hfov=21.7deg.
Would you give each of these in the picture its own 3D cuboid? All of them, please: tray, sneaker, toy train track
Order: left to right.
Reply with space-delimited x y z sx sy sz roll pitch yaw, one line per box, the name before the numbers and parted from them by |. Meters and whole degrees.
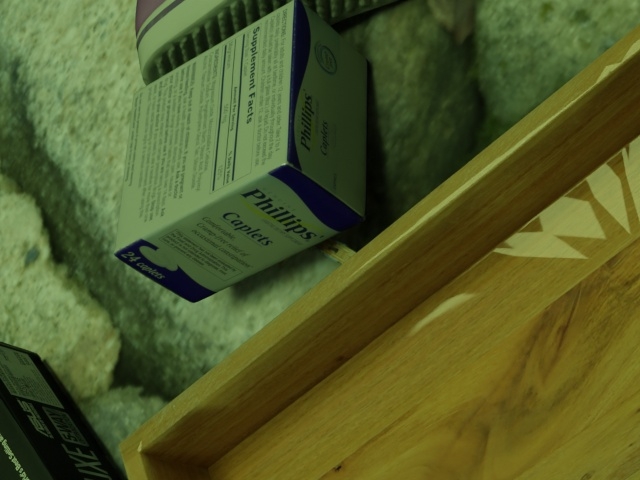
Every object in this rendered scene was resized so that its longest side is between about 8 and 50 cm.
sneaker | -0.012 -0.212 1.005 0.282 0.102 0.161 -23 57 33
toy train track | 0.000 0.000 0.971 0.083 0.014 0.048 30 95 44
tray | 0.084 0.083 0.829 0.411 0.076 0.203 -39 52 23

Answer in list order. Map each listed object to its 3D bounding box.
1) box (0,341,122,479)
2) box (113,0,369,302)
box | -0.200 0.242 1.011 0.242 0.076 0.307 -54 48 12
box | -0.044 -0.050 0.973 0.137 0.072 0.126 -26 46 32
